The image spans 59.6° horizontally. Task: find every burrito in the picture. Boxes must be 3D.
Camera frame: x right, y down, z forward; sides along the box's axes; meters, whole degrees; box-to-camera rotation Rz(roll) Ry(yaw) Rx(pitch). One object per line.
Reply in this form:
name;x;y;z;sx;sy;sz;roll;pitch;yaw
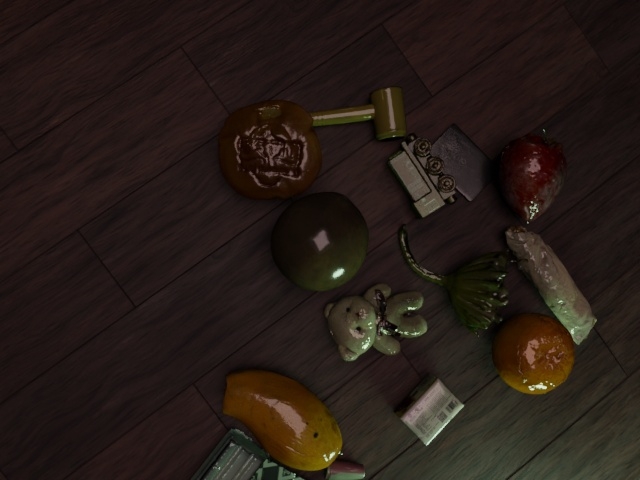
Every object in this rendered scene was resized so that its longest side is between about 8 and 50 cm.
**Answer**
burrito;0.653;0.110;1.579;0.117;0.076;0.392;-38;94;-28

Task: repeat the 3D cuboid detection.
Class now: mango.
mango;-0.096;0.449;1.431;0.359;0.144;0.187;41;81;-2

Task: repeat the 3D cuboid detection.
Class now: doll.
doll;0.161;0.205;1.485;0.278;0.149;0.175;-9;56;-20

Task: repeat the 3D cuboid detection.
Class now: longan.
longan;0.000;0.000;1.408;0.258;0.258;0.257;0;88;-8

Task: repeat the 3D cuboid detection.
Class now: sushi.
sushi;-0.118;0.700;1.419;0.231;0.047;0.219;42;83;-30

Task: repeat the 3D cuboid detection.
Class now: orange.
orange;0.569;0.301;1.502;0.220;0.193;0.219;-2;104;-9

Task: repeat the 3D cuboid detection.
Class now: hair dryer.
hair dryer;0.052;0.666;1.498;0.106;0.054;0.154;12;96;-12
hair dryer;0.092;-0.331;1.521;0.279;0.090;0.134;-7;91;-2

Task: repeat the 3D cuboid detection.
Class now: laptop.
laptop;0.401;-0.220;1.587;0.135;0.016;0.197;-45;93;-5

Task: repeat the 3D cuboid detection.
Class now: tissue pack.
tissue pack;0.289;0.451;1.503;0.149;0.099;0.106;-44;92;-7

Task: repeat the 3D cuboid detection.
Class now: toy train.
toy train;0.275;-0.177;1.528;0.137;0.090;0.225;-33;88;7

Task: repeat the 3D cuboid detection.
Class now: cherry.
cherry;0.574;-0.171;1.525;0.175;0.192;0.249;4;95;27

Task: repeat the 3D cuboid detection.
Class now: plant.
plant;0.370;0.110;1.549;0.334;0.180;0.250;17;93;26

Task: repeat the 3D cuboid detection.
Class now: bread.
bread;-0.125;-0.227;1.438;0.270;0.148;0.269;0;92;0

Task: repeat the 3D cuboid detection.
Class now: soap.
soap;-0.251;0.630;1.433;0.150;0.094;0.261;40;83;-12
